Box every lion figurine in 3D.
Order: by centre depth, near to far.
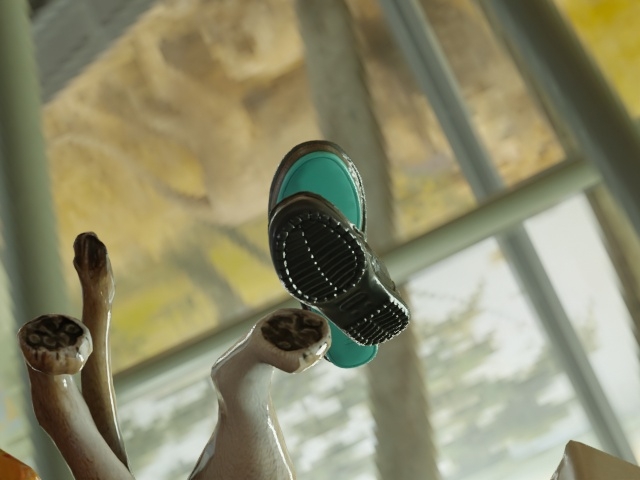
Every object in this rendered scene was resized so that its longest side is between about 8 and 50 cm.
[{"bbox_3d":[0.002,0.178,0.828,0.142,0.392,0.240,-23,135,-24],"label":"lion figurine"}]

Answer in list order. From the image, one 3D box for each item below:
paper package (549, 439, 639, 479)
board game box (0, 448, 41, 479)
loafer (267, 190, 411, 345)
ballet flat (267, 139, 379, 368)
[{"bbox_3d":[0.349,0.372,1.768,0.309,0.324,0.168,-86,-160,-65],"label":"paper package"},{"bbox_3d":[-0.291,0.249,0.822,0.356,0.356,0.356,-54,149,-21],"label":"board game box"},{"bbox_3d":[0.007,0.018,1.712,0.080,0.078,0.220,-29,141,6],"label":"loafer"},{"bbox_3d":[0.000,0.000,1.839,0.095,0.280,0.096,-10,-142,-2],"label":"ballet flat"}]
